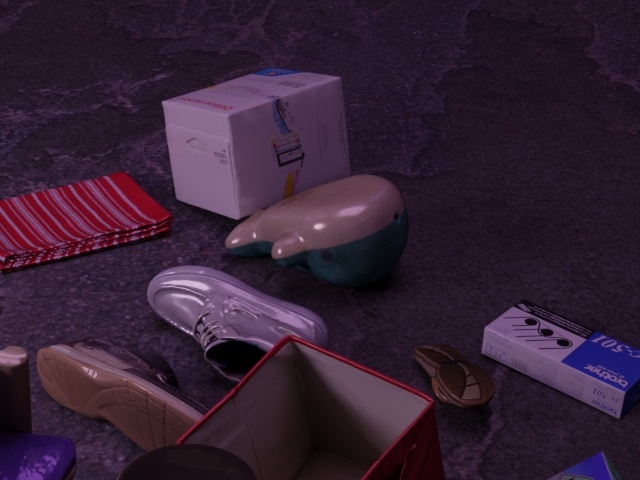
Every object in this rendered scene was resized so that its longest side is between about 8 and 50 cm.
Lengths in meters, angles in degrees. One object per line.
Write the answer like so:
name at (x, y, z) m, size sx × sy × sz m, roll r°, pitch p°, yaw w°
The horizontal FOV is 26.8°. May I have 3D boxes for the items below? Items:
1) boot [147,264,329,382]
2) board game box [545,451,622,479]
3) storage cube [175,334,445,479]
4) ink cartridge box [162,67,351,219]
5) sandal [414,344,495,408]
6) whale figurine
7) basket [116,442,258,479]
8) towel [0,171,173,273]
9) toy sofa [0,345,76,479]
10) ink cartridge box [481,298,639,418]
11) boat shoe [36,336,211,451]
boot at (-0.125, 0.110, 1.706) m, size 0.258 × 0.095 × 0.123 m, roll 15°, pitch 25°, yaw 18°
board game box at (0.214, 0.356, 1.245) m, size 0.213 × 0.046 × 0.317 m, roll -31°, pitch 27°, yaw 13°
storage cube at (-0.001, 0.246, 1.336) m, size 0.215 × 0.193 × 0.183 m, roll 22°, pitch 50°, yaw 33°
ink cartridge box at (-0.098, -0.155, 2.080) m, size 0.232 × 0.168 × 0.171 m, roll -22°, pitch 25°, yaw -36°
sandal at (0.165, 0.177, 1.672) m, size 0.072 × 0.049 × 0.180 m, roll 0°, pitch 15°, yaw -17°
whale figurine at (0.000, 0.000, 1.913) m, size 0.272 × 0.141 × 0.216 m, roll -9°, pitch 20°, yaw 33°
basket at (-0.122, 0.312, 1.220) m, size 0.204 × 0.227 × 0.154 m, roll 12°, pitch 31°, yaw 16°
towel at (-0.380, -0.035, 2.009) m, size 0.274 × 0.031 × 0.199 m, roll -14°, pitch 33°, yaw -27°
toy sofa at (-0.363, 0.270, 1.237) m, size 0.177 × 0.150 × 0.363 m, roll 16°, pitch 49°, yaw 5°
ink cartridge box at (0.320, 0.149, 1.728) m, size 0.207 × 0.046 × 0.097 m, roll 25°, pitch 37°, yaw 32°
boat shoe at (-0.212, 0.176, 1.582) m, size 0.285 × 0.103 × 0.092 m, roll 17°, pitch 37°, yaw 34°
